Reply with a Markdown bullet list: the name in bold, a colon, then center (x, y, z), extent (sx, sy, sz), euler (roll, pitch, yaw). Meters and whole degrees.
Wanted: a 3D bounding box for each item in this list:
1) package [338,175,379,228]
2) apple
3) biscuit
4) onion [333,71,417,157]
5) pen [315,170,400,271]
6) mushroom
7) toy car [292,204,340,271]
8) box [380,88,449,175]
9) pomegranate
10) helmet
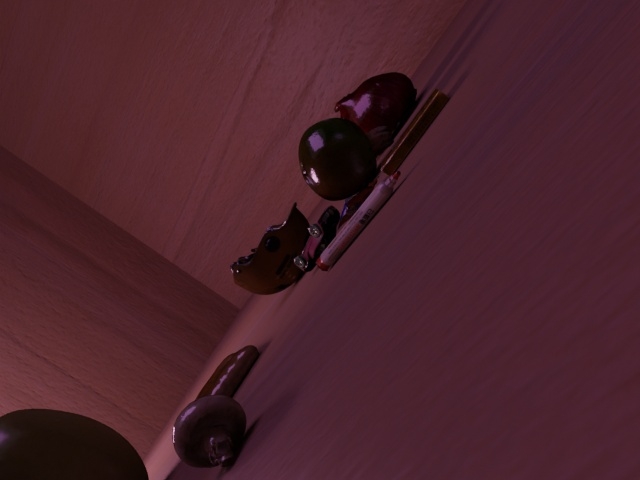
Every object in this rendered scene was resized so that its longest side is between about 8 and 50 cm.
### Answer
- **package**: center (0.065, -0.063, 1.090), extent (0.111, 0.033, 0.077), euler (-40, -32, -46)
- **apple**: center (-0.506, 0.494, 1.187), extent (0.357, 0.357, 0.357), euler (-55, 4, 5)
- **biscuit**: center (-0.212, 0.304, 1.245), extent (0.217, 0.044, 0.325), euler (-58, 5, -19)
- **onion**: center (0.134, -0.315, 1.582), extent (0.248, 0.161, 0.248), euler (-36, 24, 18)
- **pen**: center (0.055, -0.026, 0.935), extent (0.218, 0.026, 0.026), euler (-51, 5, 39)
- **mushroom**: center (-0.116, 0.214, 0.697), extent (0.085, 0.085, 0.079), euler (-55, 33, -1)
- **toy car**: center (0.000, 0.000, 1.164), extent (0.069, 0.055, 0.142), euler (-47, -14, -48)
- **box**: center (0.152, -0.178, 1.052), extent (0.156, 0.022, 0.089), euler (-54, 3, 14)
- **pomegranate**: center (0.057, -0.181, 1.354), extent (0.210, 0.180, 0.180), euler (-27, -1, -11)
- **helmet**: center (-0.092, 0.035, 1.432), extent (0.224, 0.130, 0.198), euler (-45, 8, 1)
